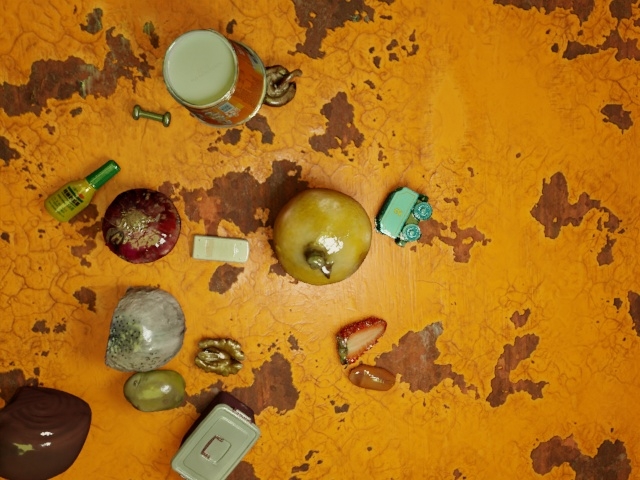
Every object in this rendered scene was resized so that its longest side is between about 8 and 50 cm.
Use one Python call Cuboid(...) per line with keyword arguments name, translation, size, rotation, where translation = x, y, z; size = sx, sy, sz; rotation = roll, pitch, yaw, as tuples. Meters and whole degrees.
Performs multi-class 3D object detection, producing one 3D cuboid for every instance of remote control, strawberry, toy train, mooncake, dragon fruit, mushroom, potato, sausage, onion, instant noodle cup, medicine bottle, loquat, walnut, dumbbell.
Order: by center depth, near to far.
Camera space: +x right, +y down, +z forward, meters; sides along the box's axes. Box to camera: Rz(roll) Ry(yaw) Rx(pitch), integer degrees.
Cuboid(name="instant noodle cup", translation=(-0.324, -0.496, 1.452), size=(0.297, 0.214, 0.296), rotation=(1, 97, 7))
Cuboid(name="mooncake", translation=(-0.886, 0.583, 1.499), size=(0.334, 0.326, 0.174), rotation=(27, 96, 21))
Cuboid(name="onion", translation=(-0.566, -0.046, 1.524), size=(0.247, 0.190, 0.246), rotation=(3, 74, -11))
Cuboid(name="medicine bottle", translation=(-0.759, -0.166, 1.540), size=(0.261, 0.064, 0.095), rotation=(-39, 101, -3))
Cuboid(name="loquat", translation=(0.000, 0.000, 1.541), size=(0.329, 0.359, 0.328), rotation=(3, 115, 7))
Cuboid(name="dumbbell", translation=(-0.545, -0.403, 1.550), size=(0.118, 0.046, 0.052), rotation=(12, 101, -11))
Cuboid(name="dragon fruit", translation=(-0.558, 0.305, 1.559), size=(0.204, 0.221, 0.282), rotation=(10, 93, -4))
Cuboid(name="mushroom", translation=(-0.135, -0.516, 1.579), size=(0.171, 0.080, 0.135), rotation=(-27, 105, 3))
Cuboid(name="potato", translation=(-0.560, 0.507, 1.618), size=(0.201, 0.154, 0.136), rotation=(1, 77, -8))
Cuboid(name="remote control", translation=(-0.341, 0.030, 1.647), size=(0.190, 0.029, 0.087), rotation=(5, 97, -9))
Cuboid(name="walnut", translation=(-0.349, 0.400, 1.676), size=(0.170, 0.069, 0.142), rotation=(16, 96, -9))
Cuboid(name="toy train", translation=(0.291, -0.087, 1.689), size=(0.163, 0.112, 0.203), rotation=(27, 90, -6))
Cuboid(name="strawberry", translation=(0.140, 0.358, 1.749), size=(0.208, 0.087, 0.167), rotation=(-18, 122, -31))
Cuboid(name="sausage", translation=(0.189, 0.508, 1.771), size=(0.179, 0.089, 0.089), rotation=(14, 95, -7))

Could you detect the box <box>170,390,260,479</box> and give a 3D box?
Cuboid(name="box", translation=(-0.360, 0.683, 1.662), size=(0.193, 0.167, 0.294), rotation=(40, 90, -13))
